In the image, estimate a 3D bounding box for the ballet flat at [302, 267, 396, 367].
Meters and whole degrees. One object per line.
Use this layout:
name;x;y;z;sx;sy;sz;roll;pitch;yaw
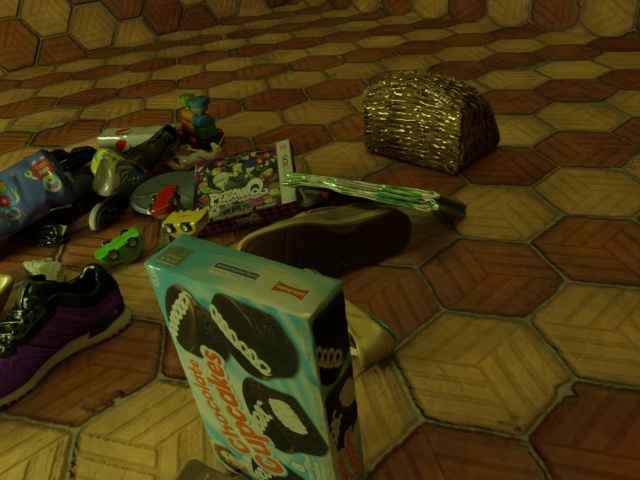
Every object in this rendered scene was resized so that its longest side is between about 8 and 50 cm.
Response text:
ballet flat;0.019;0.116;0.863;0.073;0.080;0.232;-37;40;-18

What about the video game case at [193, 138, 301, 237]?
video game case;-0.165;-0.119;1.211;0.231;0.042;0.210;-14;47;6

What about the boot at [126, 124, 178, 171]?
boot;-0.431;-0.248;1.425;0.106;0.082;0.219;-49;16;9

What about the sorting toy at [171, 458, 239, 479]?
sorting toy;-0.106;0.344;0.563;0.208;0.038;0.193;16;38;23

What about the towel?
towel;0.115;-0.092;1.116;0.324;0.038;0.247;11;5;27

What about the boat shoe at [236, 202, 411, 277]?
boat shoe;0.000;0.000;1.017;0.340;0.122;0.110;-9;23;-25

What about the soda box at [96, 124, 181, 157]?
soda box;-0.520;-0.283;1.580;0.215;0.069;0.074;-2;32;7

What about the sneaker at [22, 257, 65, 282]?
sneaker;-0.513;0.067;1.043;0.061;0.054;0.152;-25;37;-33

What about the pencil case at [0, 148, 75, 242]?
pencil case;-0.661;-0.064;1.150;0.306;0.133;0.119;-36;8;-14

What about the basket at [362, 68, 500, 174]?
basket;0.280;-0.328;1.388;0.299;0.214;0.223;24;43;38

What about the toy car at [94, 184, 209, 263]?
toy car;-0.347;-0.015;1.118;0.225;0.053;0.239;-35;34;-17

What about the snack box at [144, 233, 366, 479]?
snack box;-0.055;0.157;0.575;0.187;0.322;0.060;14;40;29

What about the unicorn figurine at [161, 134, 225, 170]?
unicorn figurine;-0.336;-0.227;1.484;0.111;0.060;0.162;26;60;40

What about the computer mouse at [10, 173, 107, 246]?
computer mouse;-0.603;-0.091;1.288;0.188;0.072;0.272;5;34;18

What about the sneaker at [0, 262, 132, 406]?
sneaker;-0.443;0.128;0.846;0.102;0.146;0.293;19;40;34

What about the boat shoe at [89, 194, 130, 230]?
boat shoe;-0.480;-0.069;1.256;0.040;0.049;0.142;-1;30;7

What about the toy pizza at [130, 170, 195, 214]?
toy pizza;-0.347;-0.107;1.308;0.201;0.032;0.201;-3;34;2

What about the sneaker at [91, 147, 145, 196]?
sneaker;-0.469;-0.155;1.311;0.126;0.091;0.240;20;17;-32

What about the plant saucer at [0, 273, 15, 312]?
plant saucer;-0.700;0.184;0.863;0.332;0.081;0.333;-2;32;5

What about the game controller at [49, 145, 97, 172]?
game controller;-0.698;-0.171;1.396;0.166;0.067;0.319;-2;25;11

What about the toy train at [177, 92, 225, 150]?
toy train;-0.386;-0.367;1.620;0.105;0.144;0.248;-25;37;-29

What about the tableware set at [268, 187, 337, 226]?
tableware set;-0.044;-0.064;1.186;0.128;0.039;0.194;4;33;15
